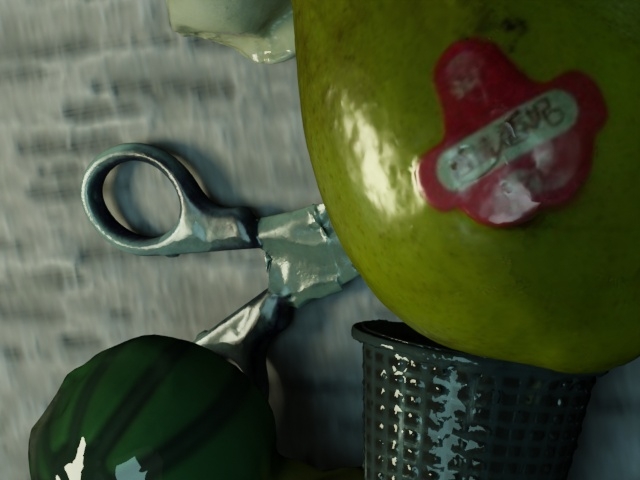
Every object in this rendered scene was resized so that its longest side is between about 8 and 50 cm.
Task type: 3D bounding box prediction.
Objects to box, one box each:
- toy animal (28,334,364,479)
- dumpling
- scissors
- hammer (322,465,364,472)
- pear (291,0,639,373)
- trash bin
[{"bbox_3d":[-0.070,0.224,1.321,0.338,0.191,0.216,49,131,-4],"label":"toy animal"},{"bbox_3d":[-0.042,-0.201,1.294,0.134,0.100,0.169,16,111,10],"label":"dumpling"},{"bbox_3d":[0.000,0.000,1.351,0.383,0.029,0.256,-22,89,30],"label":"scissors"},{"bbox_3d":[0.015,0.180,1.388,0.292,0.029,0.058,-12,93,32],"label":"hammer"},{"bbox_3d":[0.114,-0.096,1.127,0.287,0.287,0.375,-44,72,29],"label":"pear"},{"bbox_3d":[0.096,0.143,1.227,0.175,0.175,0.161,10,93,27],"label":"trash bin"}]
